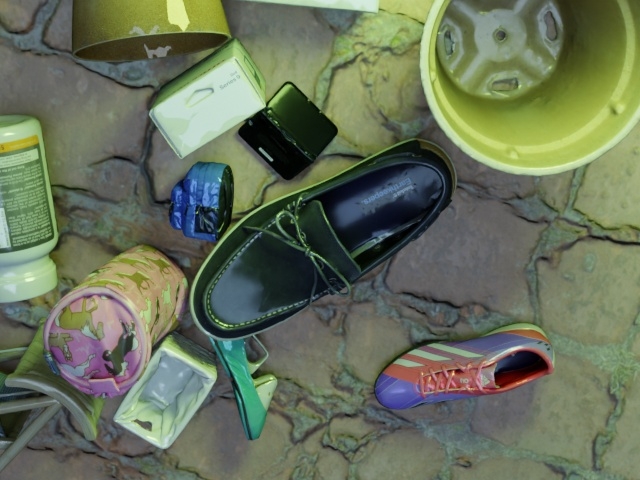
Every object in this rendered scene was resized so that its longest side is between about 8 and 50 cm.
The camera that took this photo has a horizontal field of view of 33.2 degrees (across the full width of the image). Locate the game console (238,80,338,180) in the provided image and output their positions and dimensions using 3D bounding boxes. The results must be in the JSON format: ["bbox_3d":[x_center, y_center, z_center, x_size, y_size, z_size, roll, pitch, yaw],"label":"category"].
[{"bbox_3d":[-0.054,-0.180,1.772,0.122,0.071,0.107,44,130,-13],"label":"game console"}]

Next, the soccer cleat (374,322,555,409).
[{"bbox_3d":[0.247,0.228,1.852,0.318,0.116,0.108,-16,107,2],"label":"soccer cleat"}]

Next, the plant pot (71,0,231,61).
[{"bbox_3d":[-0.268,-0.411,1.602,0.237,0.237,0.254,-8,91,0],"label":"plant pot"}]

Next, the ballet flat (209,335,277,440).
[{"bbox_3d":[-0.123,0.232,1.858,0.087,0.083,0.247,-20,107,-5],"label":"ballet flat"}]

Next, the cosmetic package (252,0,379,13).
[{"bbox_3d":[-0.015,-0.469,1.620,0.225,0.138,0.224,6,106,-3],"label":"cosmetic package"}]

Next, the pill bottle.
[{"bbox_3d":[-0.507,-0.052,1.713,0.162,0.162,0.278,-5,106,-1],"label":"pill bottle"}]

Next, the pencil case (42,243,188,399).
[{"bbox_3d":[-0.303,0.115,1.661,0.160,0.386,0.167,43,99,-5],"label":"pencil case"}]

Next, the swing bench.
[{"bbox_3d":[-0.487,0.254,1.758,0.255,0.253,0.165,-28,106,5],"label":"swing bench"}]

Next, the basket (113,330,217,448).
[{"bbox_3d":[-0.263,0.251,1.844,0.113,0.103,0.167,33,104,-11],"label":"basket"}]

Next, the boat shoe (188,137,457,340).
[{"bbox_3d":[0.000,0.000,1.736,0.500,0.156,0.186,-31,98,4],"label":"boat shoe"}]

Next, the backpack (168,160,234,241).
[{"bbox_3d":[-0.193,-0.070,1.755,0.101,0.098,0.120,9,107,-1],"label":"backpack"}]

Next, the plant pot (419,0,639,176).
[{"bbox_3d":[0.293,-0.290,1.600,0.334,0.305,0.333,-1,106,-3],"label":"plant pot"}]

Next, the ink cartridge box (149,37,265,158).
[{"bbox_3d":[-0.170,-0.222,1.649,0.154,0.212,0.093,-32,106,7],"label":"ink cartridge box"}]
